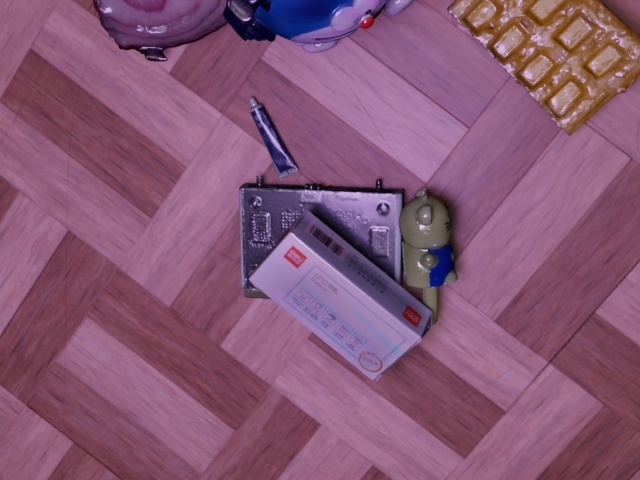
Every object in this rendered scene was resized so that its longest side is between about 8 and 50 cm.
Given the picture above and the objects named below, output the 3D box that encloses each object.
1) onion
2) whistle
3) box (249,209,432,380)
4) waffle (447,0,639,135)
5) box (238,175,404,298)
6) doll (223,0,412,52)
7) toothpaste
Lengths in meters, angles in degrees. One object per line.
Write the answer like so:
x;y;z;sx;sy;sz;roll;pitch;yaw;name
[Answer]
-0.232;-0.442;1.430;0.280;0.146;0.314;-13;136;2;onion
0.169;0.026;1.484;0.085;0.105;0.227;-5;110;5;whistle
0.032;0.090;1.483;0.269;0.079;0.135;39;127;-4;box
0.337;-0.304;1.398;0.274;0.057;0.168;45;107;-1;waffle
0.000;0.000;1.543;0.270;0.045;0.211;4;105;11;box
-0.002;-0.384;1.321;0.284;0.310;0.240;-40;90;17;doll
-0.082;-0.168;1.536;0.037;0.021;0.140;-23;99;23;toothpaste
